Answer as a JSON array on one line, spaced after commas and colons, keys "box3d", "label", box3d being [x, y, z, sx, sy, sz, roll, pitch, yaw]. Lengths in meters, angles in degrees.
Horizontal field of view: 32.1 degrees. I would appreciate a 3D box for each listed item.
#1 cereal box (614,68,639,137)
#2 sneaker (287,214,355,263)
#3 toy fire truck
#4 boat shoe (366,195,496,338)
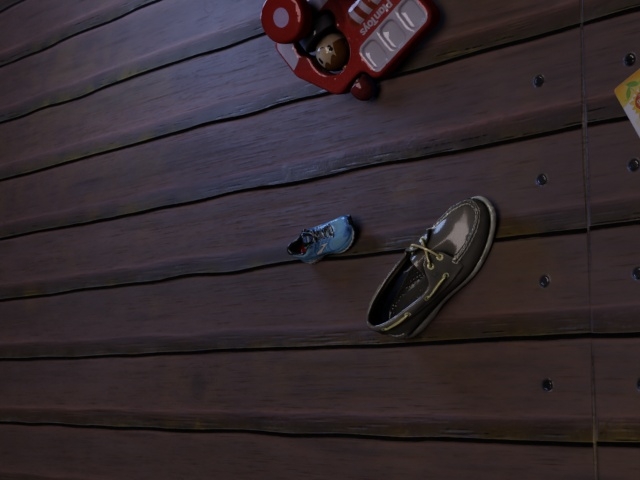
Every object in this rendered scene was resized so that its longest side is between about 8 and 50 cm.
[{"box3d": [0.549, -0.174, 1.605, 0.173, 0.047, 0.240, -40, 58, 34], "label": "cereal box"}, {"box3d": [0.000, 0.000, 2.116, 0.162, 0.073, 0.063, -33, 62, 38], "label": "sneaker"}, {"box3d": [0.053, -0.401, 2.075, 0.302, 0.169, 0.254, -45, 74, 33], "label": "toy fire truck"}, {"box3d": [0.187, 0.048, 1.907, 0.305, 0.091, 0.109, -56, 50, 24], "label": "boat shoe"}]
